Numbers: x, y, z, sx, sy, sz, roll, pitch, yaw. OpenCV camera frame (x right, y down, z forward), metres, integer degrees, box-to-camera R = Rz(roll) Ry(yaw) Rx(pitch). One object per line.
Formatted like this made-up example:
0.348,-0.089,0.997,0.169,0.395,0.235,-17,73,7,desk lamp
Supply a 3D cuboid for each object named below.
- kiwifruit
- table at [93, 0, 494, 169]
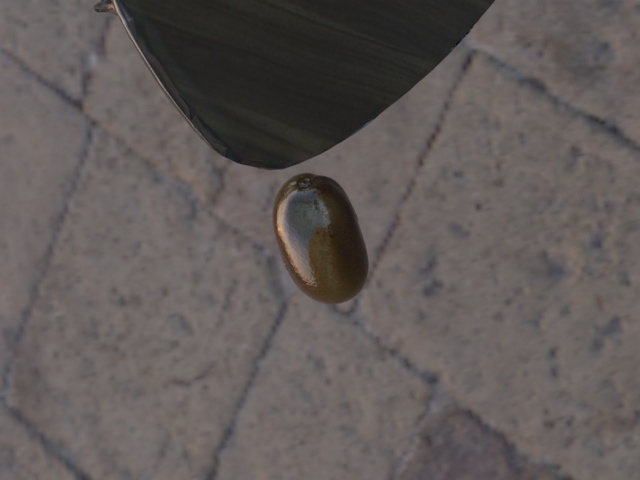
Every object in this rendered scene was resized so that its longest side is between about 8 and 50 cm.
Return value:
0.000,0.000,1.443,0.075,0.075,0.124,17,144,34,kiwifruit
-0.053,-0.221,0.961,0.249,0.317,0.317,36,120,57,table
